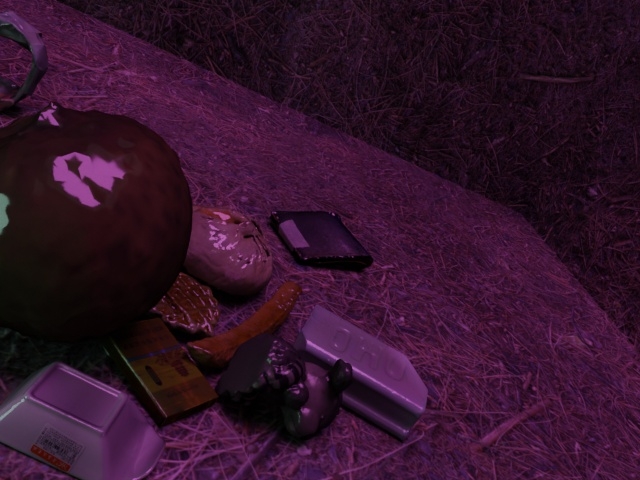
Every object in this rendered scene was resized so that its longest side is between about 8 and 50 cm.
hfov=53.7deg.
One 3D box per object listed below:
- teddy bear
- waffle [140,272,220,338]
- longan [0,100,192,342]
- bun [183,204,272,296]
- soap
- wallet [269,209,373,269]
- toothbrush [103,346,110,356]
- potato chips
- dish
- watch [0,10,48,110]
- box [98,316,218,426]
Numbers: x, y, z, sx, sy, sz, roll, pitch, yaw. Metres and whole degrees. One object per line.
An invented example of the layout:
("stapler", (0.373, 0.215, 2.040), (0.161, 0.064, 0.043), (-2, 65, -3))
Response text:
("teddy bear", (-0.037, 0.262, 1.117), (0.250, 0.171, 0.144), (27, 42, -18))
("waffle", (-0.298, 0.111, 1.260), (0.214, 0.054, 0.208), (25, 22, -18))
("longan", (-0.399, -0.028, 1.004), (0.390, 0.391, 0.391), (24, 23, -11))
("bun", (-0.218, 0.002, 1.452), (0.287, 0.146, 0.287), (28, 14, -8))
("soap", (0.079, 0.267, 1.316), (0.289, 0.095, 0.173), (30, 23, 3))
("wallet", (0.000, 0.000, 1.840), (0.262, 0.071, 0.221), (5, 37, -38))
("toothbrush", (-0.453, 0.071, 1.204), (0.042, 0.040, 0.418), (7, 35, -44))
("potato chips", (-0.138, 0.176, 1.285), (0.057, 0.080, 0.407), (18, 20, 19))
("dish", (-0.333, 0.255, 0.910), (0.234, 0.064, 0.154), (28, 22, -5))
("watch", (-0.839, -0.469, 1.618), (0.253, 0.241, 0.162), (22, 25, -14))
("box", (-0.274, 0.217, 1.076), (0.193, 0.030, 0.121), (47, 28, 22))
